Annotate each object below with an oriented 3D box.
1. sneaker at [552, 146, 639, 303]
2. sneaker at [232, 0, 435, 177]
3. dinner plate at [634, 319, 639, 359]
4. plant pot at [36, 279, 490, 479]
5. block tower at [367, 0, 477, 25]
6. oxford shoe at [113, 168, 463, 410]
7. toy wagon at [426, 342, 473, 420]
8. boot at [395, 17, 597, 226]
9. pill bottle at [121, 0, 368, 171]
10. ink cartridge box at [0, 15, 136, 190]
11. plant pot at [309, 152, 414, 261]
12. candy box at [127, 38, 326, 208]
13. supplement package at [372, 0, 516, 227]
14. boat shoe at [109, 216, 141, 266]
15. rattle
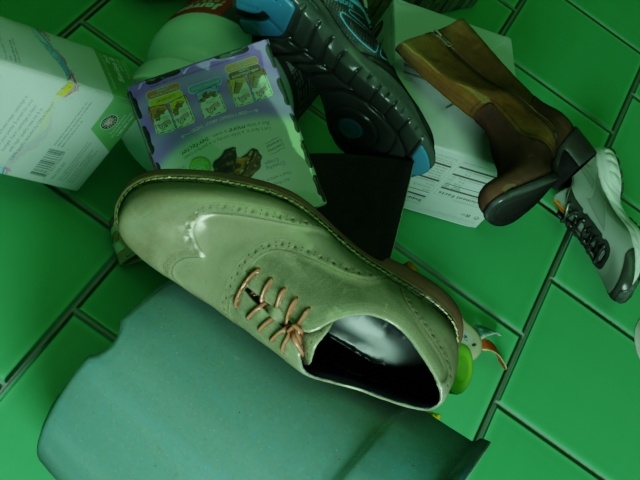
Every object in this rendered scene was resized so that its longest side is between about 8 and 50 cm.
[{"bbox_3d":[0.409,-0.022,1.618,0.108,0.100,0.272,-1,54,-11],"label":"sneaker"},{"bbox_3d":[0.044,-0.221,1.316,0.341,0.125,0.140,50,46,-28],"label":"sneaker"},{"bbox_3d":[0.525,0.164,1.590,0.141,0.017,0.141,14,51,-19],"label":"dinner plate"},{"bbox_3d":[-0.071,0.226,1.056,0.334,0.341,0.341,38,49,12],"label":"plant pot"},{"bbox_3d":[0.128,-0.414,1.735,0.335,0.091,0.097,-21,69,-37],"label":"block tower"},{"bbox_3d":[-0.027,0.041,0.961,0.348,0.123,0.130,23,24,-4],"label":"oxford shoe"},{"bbox_3d":[0.039,0.114,1.214,0.344,0.267,0.068,43,60,-44],"label":"toy wagon"},{"bbox_3d":[0.208,-0.169,1.412,0.280,0.096,0.264,48,50,9],"label":"boot"},{"bbox_3d":[-0.098,-0.237,1.416,0.210,0.210,0.363,36,49,-1],"label":"pill bottle"},{"bbox_3d":[-0.333,-0.154,1.216,0.212,0.154,0.093,11,43,-48],"label":"ink cartridge box"},{"bbox_3d":[0.000,0.000,1.335,0.166,0.188,0.187,17,51,0],"label":"plant pot"},{"bbox_3d":[-0.105,-0.102,1.204,0.164,0.070,0.196,-20,92,-10],"label":"candy box"},{"bbox_3d":[0.164,-0.183,1.556,0.204,0.145,0.262,15,52,-19],"label":"supplement package"},{"bbox_3d":[-0.157,-0.014,1.282,0.068,0.190,0.072,41,34,-63],"label":"boat shoe"},{"bbox_3d":[0.176,0.092,1.384,0.199,0.143,0.130,21,32,-6],"label":"rattle"}]
